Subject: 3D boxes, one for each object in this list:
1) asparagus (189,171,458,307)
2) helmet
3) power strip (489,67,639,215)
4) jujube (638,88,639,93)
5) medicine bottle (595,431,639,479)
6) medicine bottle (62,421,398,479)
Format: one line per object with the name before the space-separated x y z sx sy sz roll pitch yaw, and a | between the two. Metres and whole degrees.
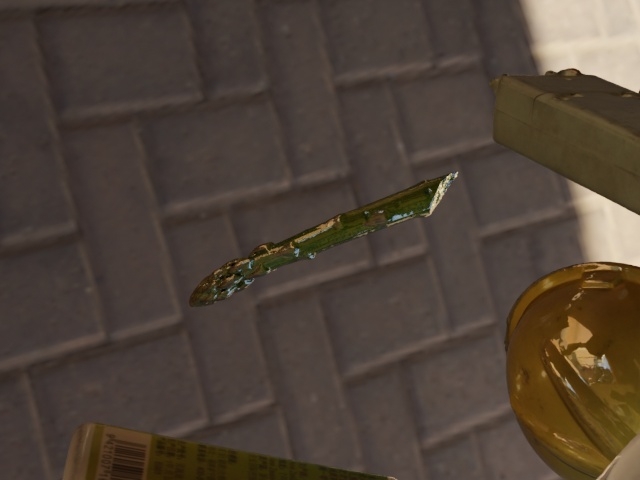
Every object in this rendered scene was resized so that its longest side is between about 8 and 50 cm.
asparagus | 0.000 0.000 1.318 0.034 0.236 0.027 53 16 -62
helmet | 0.254 0.145 1.416 0.257 0.205 0.140 32 37 8
power strip | 0.197 -0.072 1.161 0.093 0.288 0.053 -3 108 -22
jujube | 0.391 -0.102 1.457 0.190 0.255 0.190 4 84 -35
medicine bottle | 0.278 0.194 0.721 0.332 0.190 0.190 26 55 -31
medicine bottle | -0.014 0.154 0.643 0.188 0.132 0.088 12 30 -8
